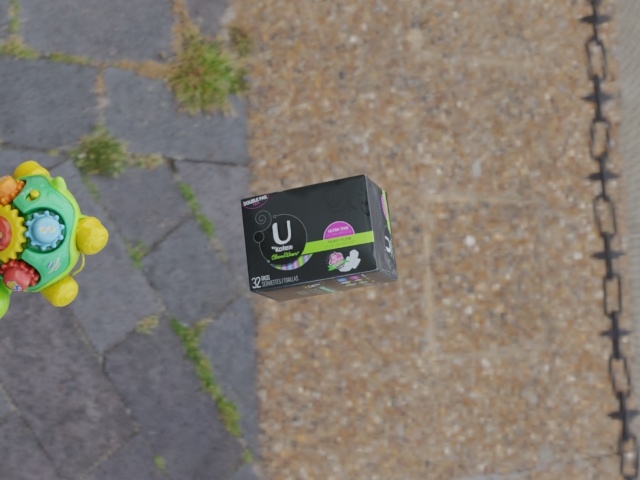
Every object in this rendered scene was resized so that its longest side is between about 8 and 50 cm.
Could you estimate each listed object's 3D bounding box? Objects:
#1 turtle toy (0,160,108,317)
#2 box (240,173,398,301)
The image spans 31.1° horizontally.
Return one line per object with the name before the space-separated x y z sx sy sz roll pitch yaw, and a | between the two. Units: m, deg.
turtle toy | -0.221 0.007 0.839 0.130 0.095 0.066 -57 156 17
box | 0.000 0.000 0.721 0.052 0.083 0.062 28 53 -69
